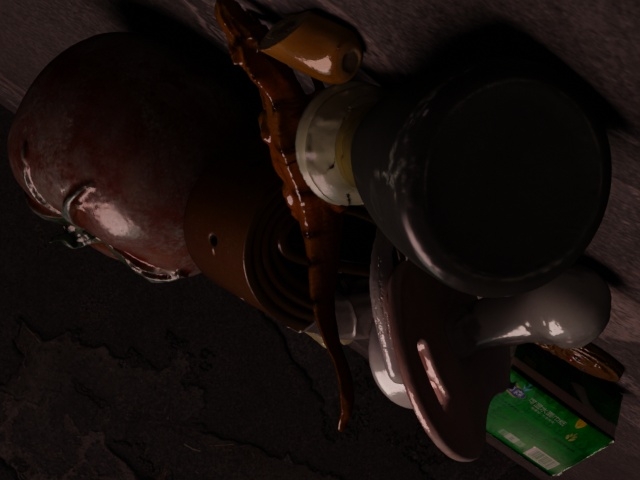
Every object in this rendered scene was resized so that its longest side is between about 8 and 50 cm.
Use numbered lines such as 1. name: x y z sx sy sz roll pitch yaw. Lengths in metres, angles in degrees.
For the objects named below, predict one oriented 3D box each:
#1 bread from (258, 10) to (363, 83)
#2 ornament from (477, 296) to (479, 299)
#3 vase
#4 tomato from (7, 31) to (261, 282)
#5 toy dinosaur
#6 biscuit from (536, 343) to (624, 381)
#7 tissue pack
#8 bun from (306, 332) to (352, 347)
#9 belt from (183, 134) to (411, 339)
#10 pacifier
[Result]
1. bread: -0.015 -0.176 1.061 0.103 0.049 0.062 28 170 20
2. ornament: 0.207 0.057 1.614 0.068 0.041 0.092 46 174 -37
3. vase: 0.084 -0.069 0.986 0.173 0.173 0.321 36 178 -21
4. tomato: -0.221 -0.098 1.455 0.317 0.282 0.316 32 168 7
5. toy dinosaur: 0.013 -0.049 1.205 0.097 0.208 0.432 -16 100 29
6. biscuit: 0.347 0.154 1.693 0.175 0.026 0.124 27 169 31
7. tissue pack: 0.335 0.227 1.832 0.209 0.156 0.148 35 135 -11
8. bun: -0.003 0.047 1.676 0.134 0.220 0.220 -4 172 -4
9. belt: 0.000 0.000 1.406 0.122 0.217 0.339 25 -176 41
10. pacifier: 0.169 0.095 1.328 0.273 0.220 0.332 19 -152 13
